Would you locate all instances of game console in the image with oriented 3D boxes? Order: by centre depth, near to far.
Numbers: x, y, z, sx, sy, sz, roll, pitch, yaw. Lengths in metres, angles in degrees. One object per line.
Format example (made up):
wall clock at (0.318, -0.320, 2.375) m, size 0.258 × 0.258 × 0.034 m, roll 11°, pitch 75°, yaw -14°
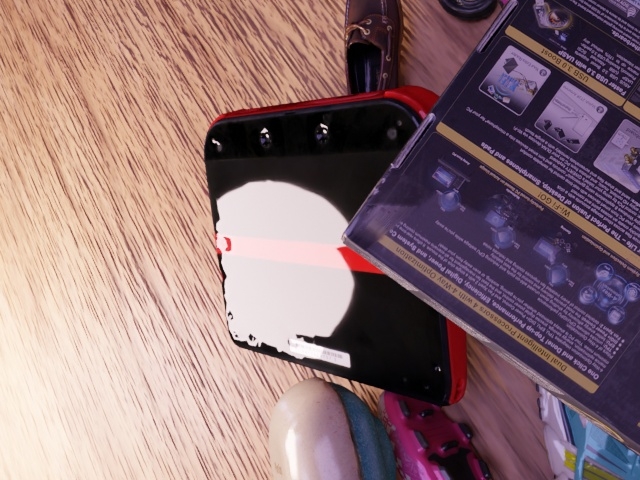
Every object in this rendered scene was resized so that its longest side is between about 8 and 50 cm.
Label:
game console at (0.000, 0.000, 0.716) m, size 0.386 × 0.060 × 0.342 m, roll 5°, pitch 107°, yaw 43°

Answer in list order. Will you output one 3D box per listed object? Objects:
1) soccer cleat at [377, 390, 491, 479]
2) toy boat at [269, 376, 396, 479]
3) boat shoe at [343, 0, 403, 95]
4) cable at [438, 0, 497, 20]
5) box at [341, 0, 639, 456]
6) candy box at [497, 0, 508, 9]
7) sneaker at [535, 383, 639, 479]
soccer cleat at (0.146, 0.322, 0.640) m, size 0.143 × 0.116 × 0.331 m, roll -52°, pitch 60°, yaw 27°
toy boat at (0.033, 0.314, 0.661) m, size 0.148 × 0.267 × 0.318 m, roll -8°, pitch 80°, yaw -13°
boat shoe at (0.065, -0.249, 0.747) m, size 0.073 × 0.073 × 0.207 m, roll -5°, pitch 94°, yaw 39°
cable at (0.119, -0.385, 0.782) m, size 0.287 × 0.072 × 0.139 m, roll 30°, pitch 85°, yaw 17°
box at (0.266, -0.015, 0.497) m, size 0.395 × 0.097 × 0.318 m, roll 35°, pitch 86°, yaw 3°
candy box at (0.303, -0.375, 0.648) m, size 0.159 × 0.071 × 0.233 m, roll 13°, pitch 92°, yaw 30°
sneaker at (0.286, 0.232, 0.564) m, size 0.110 × 0.107 × 0.275 m, roll -14°, pitch 78°, yaw 39°
